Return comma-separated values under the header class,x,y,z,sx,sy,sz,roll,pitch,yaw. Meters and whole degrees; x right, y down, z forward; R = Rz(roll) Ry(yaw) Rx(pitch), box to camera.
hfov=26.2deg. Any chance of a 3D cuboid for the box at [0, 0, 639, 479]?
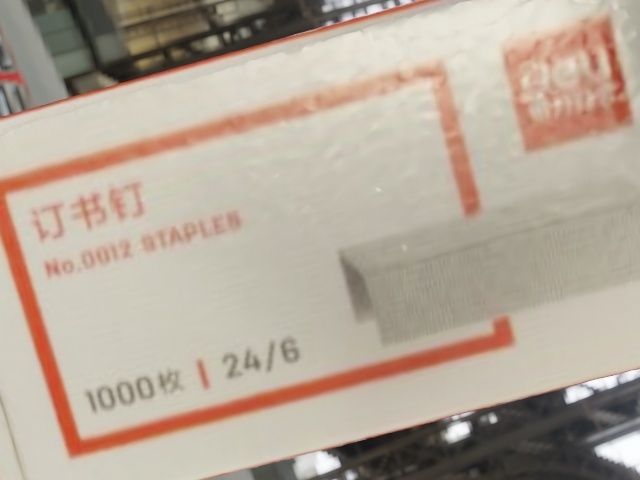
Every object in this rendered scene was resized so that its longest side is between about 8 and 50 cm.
class,x,y,z,sx,sy,sz,roll,pitch,yaw
box,0.000,0.000,0.410,0.050,0.229,0.123,-82,158,-82
